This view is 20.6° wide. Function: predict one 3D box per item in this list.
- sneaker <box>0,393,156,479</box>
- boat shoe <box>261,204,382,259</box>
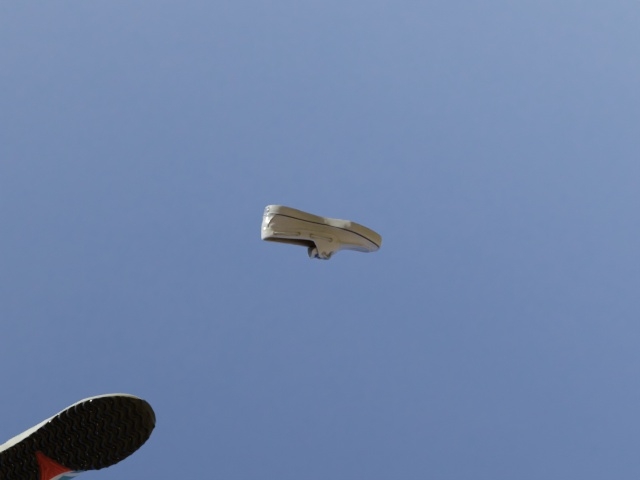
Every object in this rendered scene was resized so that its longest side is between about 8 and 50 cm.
[{"bbox_3d":[-0.206,0.161,1.361,0.057,0.161,0.075,64,172,-8],"label":"sneaker"},{"bbox_3d":[0.000,0.000,1.426,0.100,0.035,0.035,15,-110,-9],"label":"boat shoe"}]
